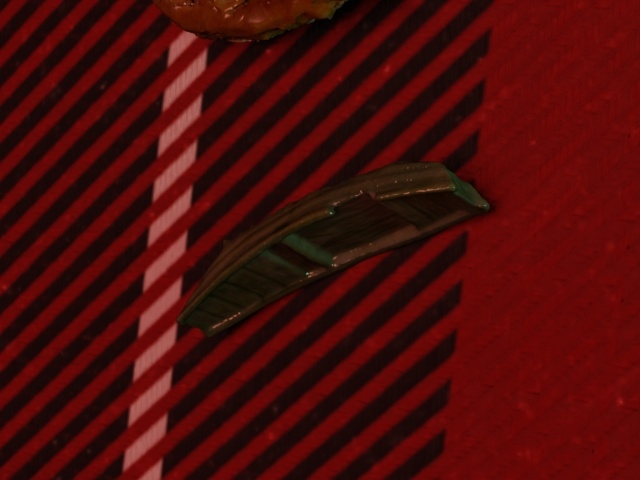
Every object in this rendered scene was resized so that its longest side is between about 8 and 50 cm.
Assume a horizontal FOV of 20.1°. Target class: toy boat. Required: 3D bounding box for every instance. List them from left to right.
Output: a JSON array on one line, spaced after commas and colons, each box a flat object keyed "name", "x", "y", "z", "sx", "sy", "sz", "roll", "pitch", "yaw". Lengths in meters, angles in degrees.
[{"name": "toy boat", "x": 0.000, "y": 0.000, "z": 1.512, "sx": 0.293, "sy": 0.093, "sz": 0.055, "roll": -25, "pitch": 57, "yaw": 27}]

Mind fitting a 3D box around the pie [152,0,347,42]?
[{"name": "pie", "x": -0.049, "y": -0.296, "z": 1.555, "sx": 0.308, "sy": 0.085, "sz": 0.308, "roll": -5, "pitch": 82, "yaw": 33}]
